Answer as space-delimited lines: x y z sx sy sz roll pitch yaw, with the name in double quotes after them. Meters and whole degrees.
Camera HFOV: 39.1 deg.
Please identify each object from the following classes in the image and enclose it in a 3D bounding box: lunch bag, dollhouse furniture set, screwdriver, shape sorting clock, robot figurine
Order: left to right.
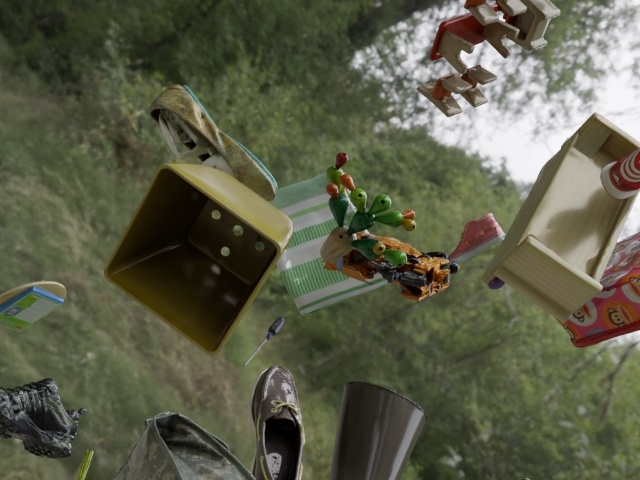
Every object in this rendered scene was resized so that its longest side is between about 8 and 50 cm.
-0.693 0.151 2.097 0.040 0.206 0.206 56 -13 20 "shape sorting clock"
-0.232 0.457 1.520 0.287 0.169 0.235 46 -62 24 "lunch bag"
-0.126 0.232 2.039 0.025 0.170 0.024 41 -43 -7 "screwdriver"
0.158 0.055 1.992 0.291 0.211 0.085 20 -66 36 "robot figurine"
0.299 -0.392 1.650 0.135 0.259 0.262 46 -38 27 "dollhouse furniture set"
0.586 0.066 1.652 0.120 0.293 0.258 56 -39 -1 "lunch bag"

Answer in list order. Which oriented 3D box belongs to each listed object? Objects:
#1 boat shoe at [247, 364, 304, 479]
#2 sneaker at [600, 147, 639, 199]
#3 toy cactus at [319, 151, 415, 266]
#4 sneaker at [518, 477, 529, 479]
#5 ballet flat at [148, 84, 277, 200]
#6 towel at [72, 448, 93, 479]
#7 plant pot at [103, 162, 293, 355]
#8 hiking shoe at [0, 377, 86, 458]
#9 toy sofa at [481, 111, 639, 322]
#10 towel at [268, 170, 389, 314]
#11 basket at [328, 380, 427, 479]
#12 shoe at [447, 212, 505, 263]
-0.085 0.388 1.841 0.096 0.117 0.324 -51 -153 42 "boat shoe"
0.576 -0.139 1.478 0.087 0.221 0.128 59 -28 4 "sneaker"
0.064 -0.030 1.581 0.219 0.112 0.180 48 -53 5 "toy cactus"
0.399 0.534 1.777 0.170 0.068 0.071 -89 158 -68 "sneaker"
-0.239 -0.188 1.910 0.348 0.123 0.123 47 -16 16 "ballet flat"
-0.486 0.510 1.715 0.021 0.102 0.237 27 27 -13 "towel"
-0.159 0.007 1.371 0.212 0.212 0.187 36 23 7 "plant pot"
-0.497 0.273 1.503 0.227 0.086 0.114 45 42 -35 "hiking shoe"
0.438 -0.035 1.578 0.150 0.362 0.177 35 -34 1 "toy sofa"
0.000 0.000 2.194 0.038 0.248 0.324 97 -29 -71 "towel"
0.105 0.444 1.906 0.204 0.226 0.154 33 -33 -18 "basket"
0.379 0.000 2.314 0.081 0.178 0.063 62 16 8 "shoe"
